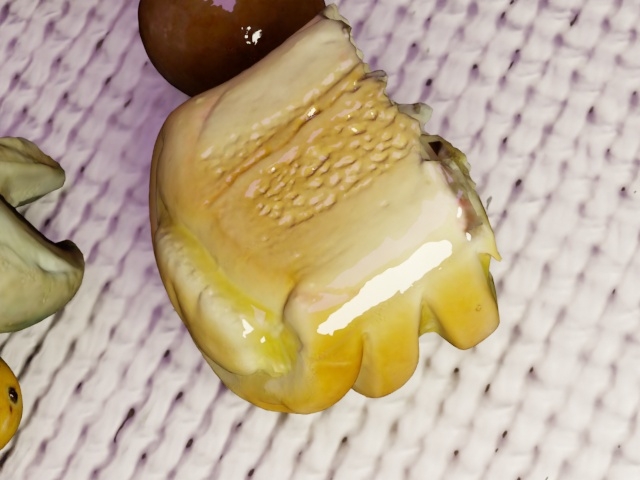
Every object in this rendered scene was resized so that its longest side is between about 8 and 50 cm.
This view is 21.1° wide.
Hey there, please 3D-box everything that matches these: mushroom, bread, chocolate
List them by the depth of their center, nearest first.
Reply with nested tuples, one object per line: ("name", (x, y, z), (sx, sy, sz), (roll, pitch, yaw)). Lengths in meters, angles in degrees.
("bread", (0.000, 0.000, 1.388), (0.270, 0.211, 0.315), (-37, 53, 2))
("mushroom", (-0.336, 0.022, 1.451), (0.217, 0.292, 0.212), (-41, 91, 13))
("chocolate", (-0.071, -0.190, 1.524), (0.177, 0.177, 0.176), (-6, 62, 11))

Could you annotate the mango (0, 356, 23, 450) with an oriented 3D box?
("mango", (-0.323, 0.128, 1.458), (0.163, 0.089, 0.111), (32, 75, 34))
